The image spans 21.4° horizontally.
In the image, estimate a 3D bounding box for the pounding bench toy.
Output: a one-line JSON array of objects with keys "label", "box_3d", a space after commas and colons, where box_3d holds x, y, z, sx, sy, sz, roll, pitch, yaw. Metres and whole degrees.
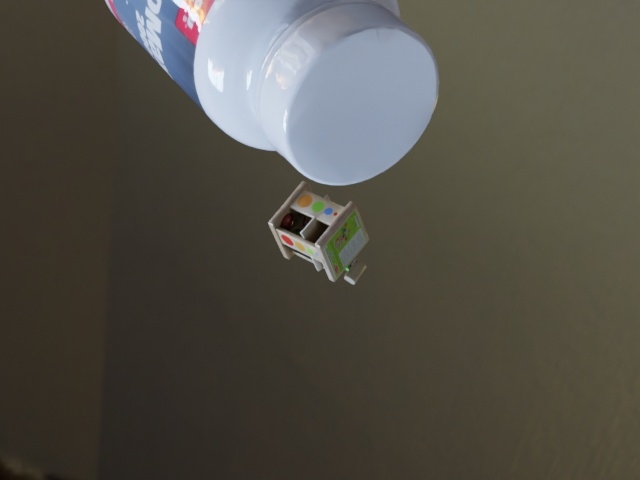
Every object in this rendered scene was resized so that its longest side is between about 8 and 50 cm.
[{"label": "pounding bench toy", "box_3d": [0.000, 0.000, 1.463, 0.065, 0.083, 0.052, 25, -116, 33]}]

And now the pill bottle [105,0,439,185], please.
[{"label": "pill bottle", "box_3d": [-0.025, -0.106, 0.808, 0.108, 0.108, 0.180, -19, -140, -23]}]
